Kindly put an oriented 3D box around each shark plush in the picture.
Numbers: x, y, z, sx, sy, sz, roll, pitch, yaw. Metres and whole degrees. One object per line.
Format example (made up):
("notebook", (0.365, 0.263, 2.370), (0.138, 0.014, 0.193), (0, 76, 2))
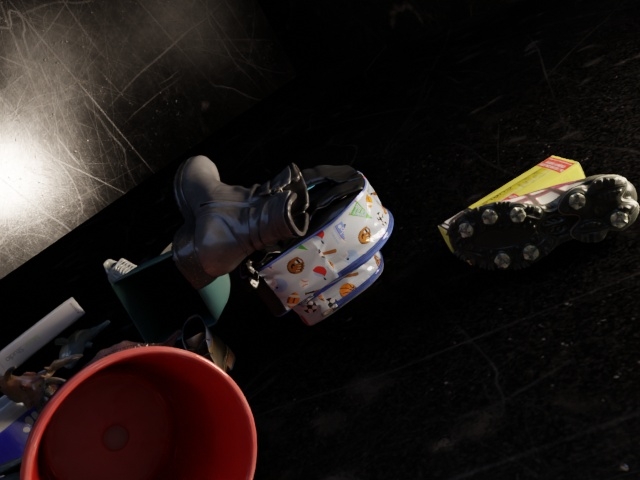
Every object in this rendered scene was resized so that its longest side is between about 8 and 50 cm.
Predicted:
("shark plush", (-0.564, 0.251, 1.685), (0.067, 0.073, 0.161), (13, 25, 27))

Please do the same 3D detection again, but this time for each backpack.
("backpack", (0.000, 0.000, 1.236), (0.263, 0.213, 0.276), (-39, 25, 10))

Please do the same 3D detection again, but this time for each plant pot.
("plant pot", (-0.294, 0.089, 1.511), (0.166, 0.165, 0.234), (-24, 13, 17))
("plant pot", (-0.251, 0.268, 0.910), (0.275, 0.275, 0.243), (-40, 12, -25))

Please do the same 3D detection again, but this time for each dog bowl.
("dog bowl", (-0.572, 0.355, 1.252), (0.265, 0.104, 0.265), (-34, 8, 6))

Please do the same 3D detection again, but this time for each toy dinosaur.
("toy dinosaur", (-0.358, 0.226, 1.167), (0.296, 0.200, 0.127), (-35, 38, -17))

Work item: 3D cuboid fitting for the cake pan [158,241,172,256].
("cake pan", (-0.295, 0.007, 1.856), (0.293, 0.054, 0.293), (-26, 20, 10))

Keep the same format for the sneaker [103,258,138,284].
("sneaker", (-0.512, 0.097, 1.882), (0.235, 0.094, 0.090), (-2, 32, 50))

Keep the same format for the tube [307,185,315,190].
("tube", (-0.053, -0.103, 1.802), (0.080, 0.052, 0.207), (-10, 33, 54))

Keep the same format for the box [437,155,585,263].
("box", (0.315, -0.052, 1.149), (0.232, 0.058, 0.087), (-30, 19, -2))

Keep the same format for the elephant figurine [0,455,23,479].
("elephant figurine", (-0.428, 0.372, 1.045), (0.186, 0.169, 0.239), (12, 20, 20))

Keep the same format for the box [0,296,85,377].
("box", (-0.717, 0.254, 1.733), (0.232, 0.058, 0.322), (-43, 10, -32))

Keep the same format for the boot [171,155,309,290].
("boot", (-0.125, -0.069, 1.181), (0.223, 0.118, 0.338), (-27, 39, 10))

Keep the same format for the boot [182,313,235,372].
("boot", (-0.201, 0.211, 1.158), (0.082, 0.106, 0.219), (-28, 20, 7))

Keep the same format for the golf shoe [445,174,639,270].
("golf shoe", (0.329, -0.028, 1.050), (0.273, 0.105, 0.120), (-14, 9, 23))
